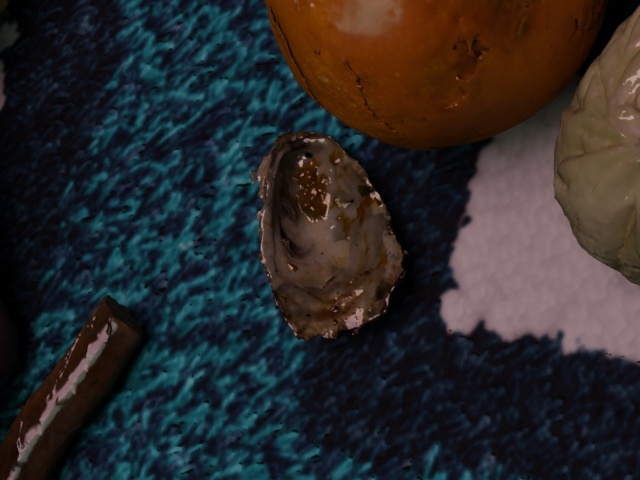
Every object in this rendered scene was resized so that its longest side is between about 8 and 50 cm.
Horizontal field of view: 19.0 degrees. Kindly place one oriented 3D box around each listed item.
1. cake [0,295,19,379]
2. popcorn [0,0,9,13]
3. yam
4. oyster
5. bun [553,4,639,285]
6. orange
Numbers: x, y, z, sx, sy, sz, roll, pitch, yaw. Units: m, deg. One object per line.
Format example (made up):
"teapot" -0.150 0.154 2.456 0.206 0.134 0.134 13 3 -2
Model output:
"cake" -0.410 0.039 1.478 0.237 0.230 0.309 -15 106 28
"popcorn" -0.417 -0.213 1.610 0.332 0.225 0.265 -48 57 7
"yam" -0.219 0.151 1.504 0.057 0.057 0.241 40 100 32
"oyster" -0.001 -0.008 1.417 0.105 0.056 0.177 -33 63 7
"bun" 0.267 -0.067 1.221 0.244 0.153 0.244 -5 79 29
"orange" 0.074 -0.185 1.310 0.246 0.246 0.246 -8 73 29
